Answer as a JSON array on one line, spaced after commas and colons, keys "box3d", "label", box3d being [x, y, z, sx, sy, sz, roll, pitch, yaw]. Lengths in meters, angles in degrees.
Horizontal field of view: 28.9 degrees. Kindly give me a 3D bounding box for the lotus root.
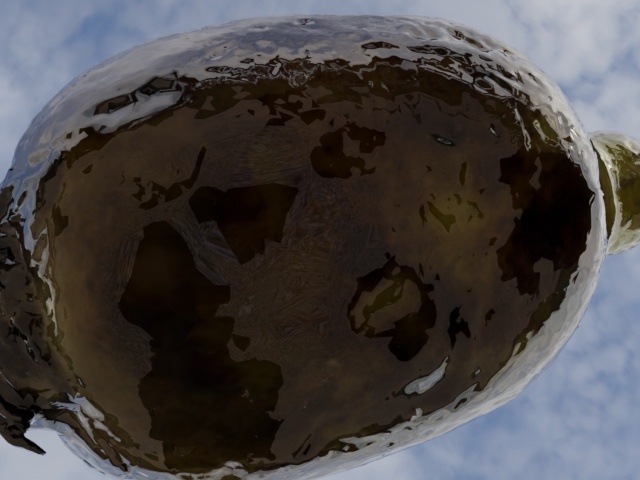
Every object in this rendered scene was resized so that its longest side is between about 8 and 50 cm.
[{"box3d": [0.000, 0.000, 0.460, 0.314, 0.141, 0.169, -14, -76, -16], "label": "lotus root"}]
